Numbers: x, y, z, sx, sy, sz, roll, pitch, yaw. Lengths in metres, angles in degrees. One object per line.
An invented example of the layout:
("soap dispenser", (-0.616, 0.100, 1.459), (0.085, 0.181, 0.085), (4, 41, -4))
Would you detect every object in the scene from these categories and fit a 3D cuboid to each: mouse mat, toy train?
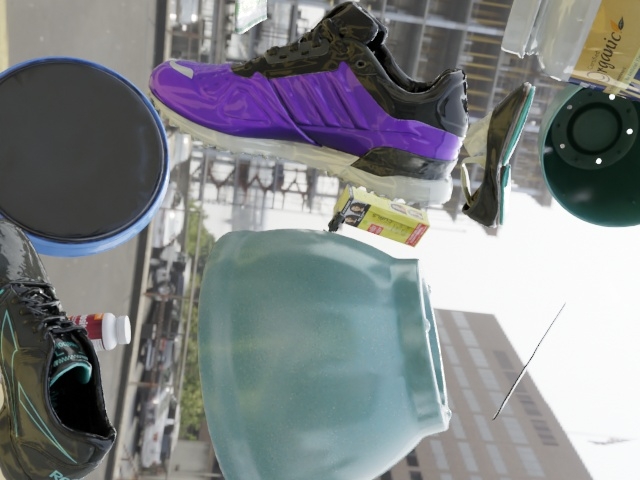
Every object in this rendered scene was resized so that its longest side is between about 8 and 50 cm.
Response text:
("mouse mat", (0.342, 0.198, 1.053), (0.152, 0.007, 0.190), (-33, 149, -47))
("toy train", (0.000, 0.000, 1.351), (0.158, 0.027, 0.036), (-51, -163, 21))

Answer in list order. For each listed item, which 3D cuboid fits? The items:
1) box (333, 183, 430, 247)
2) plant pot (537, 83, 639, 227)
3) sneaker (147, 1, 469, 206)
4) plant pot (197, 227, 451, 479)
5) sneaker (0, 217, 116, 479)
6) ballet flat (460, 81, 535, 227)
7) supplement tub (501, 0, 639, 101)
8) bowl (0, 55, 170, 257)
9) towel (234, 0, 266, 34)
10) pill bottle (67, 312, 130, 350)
("box", (0.153, -0.059, 1.607), (0.087, 0.232, 0.058), (-57, -156, 34))
("plant pot", (0.564, -0.200, 1.263), (0.235, 0.292, 0.293), (-68, 167, -68))
("sneaker", (-0.007, -0.143, 0.571), (0.102, 0.293, 0.146), (-61, 166, -62))
("plant pot", (0.024, 0.118, 0.665), (0.293, 0.196, 0.293), (-10, 90, -79))
("sneaker", (-0.253, 0.091, 0.590), (0.101, 0.106, 0.267), (-4, 67, -57))
("ballet flat", (0.289, -0.141, 1.099), (0.095, 0.096, 0.281), (-52, 151, -47))
("supplement tub", (0.404, -0.286, 0.782), (0.228, 0.316, 0.228), (19, 90, -77))
("bowl", (-0.476, -0.165, 1.227), (0.077, 0.391, 0.391), (-16, -113, 62))
("towel", (-0.142, -0.524, 1.361), (0.113, 0.023, 0.152), (-52, 162, -42))
("pill bottle", (-0.519, 0.211, 1.474), (0.086, 0.151, 0.086), (175, -90, -83))
